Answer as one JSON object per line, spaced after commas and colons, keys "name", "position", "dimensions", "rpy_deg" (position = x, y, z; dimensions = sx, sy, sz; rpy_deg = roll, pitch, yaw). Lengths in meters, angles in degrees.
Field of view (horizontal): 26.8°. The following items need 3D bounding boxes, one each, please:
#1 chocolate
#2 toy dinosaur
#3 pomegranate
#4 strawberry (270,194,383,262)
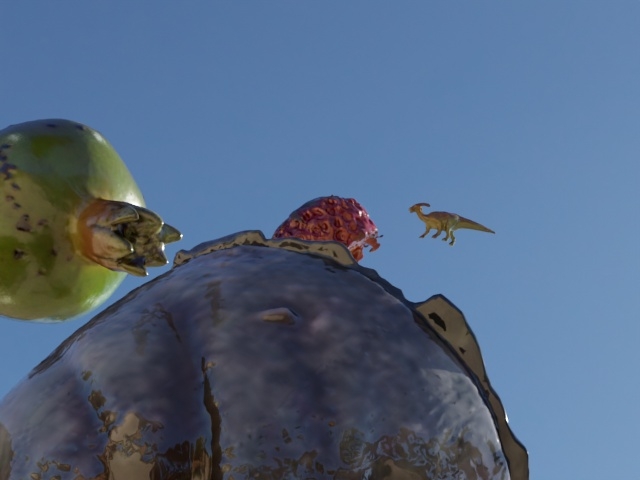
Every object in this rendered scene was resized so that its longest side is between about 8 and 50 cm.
{"name": "chocolate", "position": [-0.070, 0.154, 0.670], "dimensions": [0.303, 0.213, 0.303], "rpy_deg": [8, -75, 31]}
{"name": "toy dinosaur", "position": [0.153, -0.013, 1.580], "dimensions": [0.113, 0.041, 0.026], "rpy_deg": [19, -14, -11]}
{"name": "pomegranate", "position": [-0.191, -0.012, 1.004], "dimensions": [0.205, 0.159, 0.159], "rpy_deg": [10, -30, 40]}
{"name": "strawberry", "position": [0.000, 0.000, 1.601], "dimensions": [0.086, 0.145, 0.145], "rpy_deg": [51, -37, 14]}
